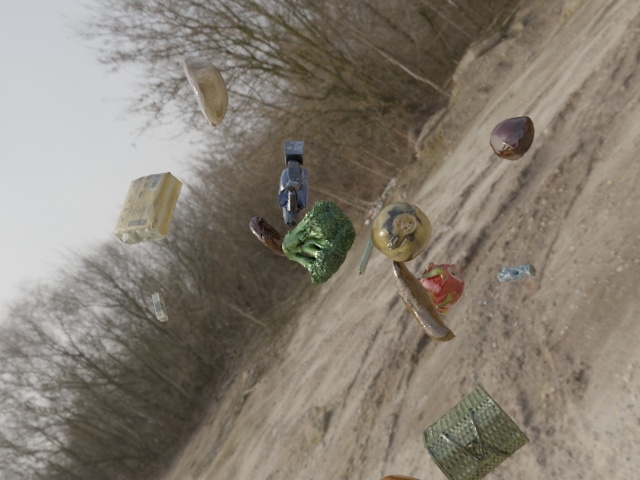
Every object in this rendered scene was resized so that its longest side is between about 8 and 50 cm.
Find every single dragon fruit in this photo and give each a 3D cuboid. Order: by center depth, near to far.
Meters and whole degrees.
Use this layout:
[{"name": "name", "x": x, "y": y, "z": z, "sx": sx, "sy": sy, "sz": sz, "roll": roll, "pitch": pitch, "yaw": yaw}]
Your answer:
[{"name": "dragon fruit", "x": 0.536, "y": 0.212, "z": 2.302, "sx": 0.227, "sy": 0.224, "sz": 0.224, "roll": -48, "pitch": 4, "yaw": 21}]

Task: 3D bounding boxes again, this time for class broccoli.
[{"name": "broccoli", "x": 0.000, "y": 0.000, "z": 1.702, "sx": 0.262, "sy": 0.241, "sz": 0.269, "roll": -82, "pitch": -23, "yaw": -43}]

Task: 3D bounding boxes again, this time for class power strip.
[{"name": "power strip", "x": 0.227, "y": 0.080, "z": 2.487, "sx": 0.080, "sy": 0.029, "sz": 0.227, "roll": 87, "pitch": -157, "yaw": -61}]

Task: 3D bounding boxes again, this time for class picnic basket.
[{"name": "picnic basket", "x": 0.349, "y": 0.453, "z": 1.160, "sx": 0.196, "sy": 0.134, "sz": 0.154, "roll": -40, "pitch": -10, "yaw": 4}]

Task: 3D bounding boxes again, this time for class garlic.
[{"name": "garlic", "x": -0.301, "y": -0.402, "z": 1.371, "sx": 0.086, "sy": 0.196, "sz": 0.101, "roll": -33, "pitch": 31, "yaw": -21}]

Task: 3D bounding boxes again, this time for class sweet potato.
[{"name": "sweet potato", "x": 0.344, "y": 0.210, "z": 1.780, "sx": 0.092, "sy": 0.342, "sz": 0.114, "roll": -29, "pitch": -13, "yaw": -15}]

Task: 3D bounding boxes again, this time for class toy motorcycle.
[{"name": "toy motorcycle", "x": -0.111, "y": -0.216, "z": 2.022, "sx": 0.213, "sy": 0.125, "sz": 0.359, "roll": 89, "pitch": -179, "yaw": -51}]

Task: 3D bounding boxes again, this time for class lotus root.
[{"name": "lotus root", "x": 0.247, "y": -0.015, "z": 1.617, "sx": 0.183, "sy": 0.182, "sz": 0.310, "roll": -54, "pitch": -6, "yaw": -15}]

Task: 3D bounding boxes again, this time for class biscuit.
[{"name": "biscuit", "x": -0.185, "y": -0.016, "z": 1.879, "sx": 0.049, "sy": 0.192, "sz": 0.192, "roll": -46, "pitch": 4, "yaw": 13}]

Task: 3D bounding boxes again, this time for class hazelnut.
[{"name": "hazelnut", "x": 0.769, "y": -0.400, "z": 2.012, "sx": 0.160, "sy": 0.170, "sz": 0.201, "roll": -16, "pitch": 13, "yaw": -19}]

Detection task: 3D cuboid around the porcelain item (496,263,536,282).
[{"name": "porcelain item", "x": 0.406, "y": 0.070, "z": 1.060, "sx": 0.083, "sy": 0.028, "sz": 0.036, "roll": -18, "pitch": 29, "yaw": 51}]

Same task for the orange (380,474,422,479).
[{"name": "orange", "x": 0.270, "y": 0.879, "z": 1.637, "sx": 0.240, "sy": 0.240, "sz": 0.240, "roll": -54, "pitch": 2, "yaw": 3}]

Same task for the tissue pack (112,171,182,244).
[{"name": "tissue pack", "x": -0.552, "y": -0.101, "z": 1.625, "sx": 0.186, "sy": 0.090, "sz": 0.223, "roll": -10, "pitch": 58, "yaw": 27}]

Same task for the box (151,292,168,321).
[{"name": "box", "x": -0.510, "y": 0.213, "z": 1.613, "sx": 0.024, "sy": 0.083, "sz": 0.054, "roll": -17, "pitch": -19, "yaw": -9}]
